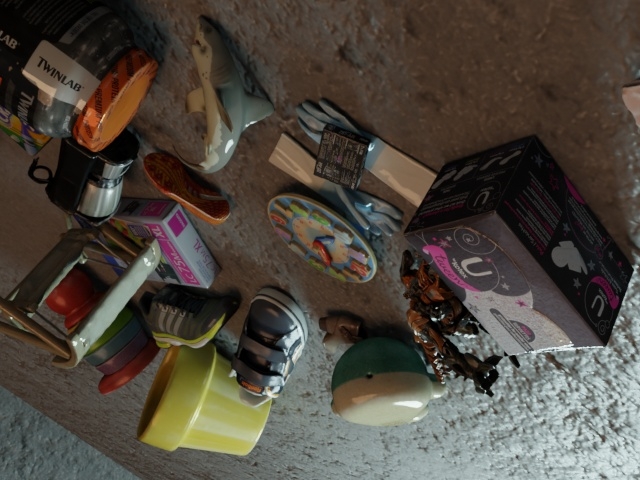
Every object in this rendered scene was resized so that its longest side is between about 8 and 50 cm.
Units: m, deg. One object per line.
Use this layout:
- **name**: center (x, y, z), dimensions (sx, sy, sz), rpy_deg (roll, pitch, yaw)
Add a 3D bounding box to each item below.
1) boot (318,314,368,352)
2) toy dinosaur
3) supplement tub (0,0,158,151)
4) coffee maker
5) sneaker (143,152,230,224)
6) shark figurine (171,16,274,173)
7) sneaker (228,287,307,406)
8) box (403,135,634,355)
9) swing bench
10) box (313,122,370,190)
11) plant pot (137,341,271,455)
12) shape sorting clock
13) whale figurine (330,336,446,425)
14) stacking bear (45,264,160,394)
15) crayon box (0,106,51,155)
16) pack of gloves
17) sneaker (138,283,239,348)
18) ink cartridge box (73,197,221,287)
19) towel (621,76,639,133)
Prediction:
- **boot**: center (0.047, 0.178, 1.618), dimensions (0.086, 0.042, 0.118), rpy_deg (7, 146, 23)
- **toy dinosaur**: center (0.210, 0.114, 1.338), dimensions (0.218, 0.164, 0.322), rpy_deg (34, 169, 27)
- **supplement tub**: center (-0.417, -0.289, 1.259), dimensions (0.338, 0.207, 0.207), rpy_deg (35, 147, -2)
- **coffee maker**: center (-0.412, -0.133, 1.512), dimensions (0.171, 0.120, 0.178), rpy_deg (14, 139, -16)
- **sneaker**: center (-0.235, -0.083, 1.505), dimensions (0.175, 0.064, 0.067), rpy_deg (40, 157, -5)
- **shark figurine**: center (-0.128, -0.168, 1.273), dimensions (0.166, 0.116, 0.278), rpy_deg (56, 150, 31)
- **sneaker**: center (-0.107, 0.227, 1.737), dimensions (0.126, 0.127, 0.321), rpy_deg (26, 145, 15)
- **box**: center (0.256, 0.017, 1.131), dimensions (0.247, 0.142, 0.163), rpy_deg (48, 144, -20)
- **swing bench**: center (-0.466, 0.080, 1.628), dimensions (0.254, 0.253, 0.165), rpy_deg (26, 146, 13)
- **box**: center (0.029, -0.116, 1.224), dimensions (0.067, 0.018, 0.083), rpy_deg (22, 133, 11)
- **plant pot**: center (-0.248, 0.359, 1.945), dimensions (0.239, 0.254, 0.254), rpy_deg (23, 150, -14)
- **shape sorting clock**: center (0.000, 0.000, 1.409), dimensions (0.206, 0.040, 0.206), rpy_deg (25, 154, 14)
- **whale figurine**: center (0.120, 0.263, 1.599), dimensions (0.216, 0.141, 0.272), rpy_deg (-15, 154, 14)
- **stacking bear**: center (-0.519, 0.188, 2.026), dimensions (0.289, 0.175, 0.164), rpy_deg (51, 146, -12)
- **crayon box**: center (-0.554, -0.306, 1.471), dimensions (0.323, 0.083, 0.203), rpy_deg (45, 146, -15)
- **pack of gloves**: center (0.037, -0.091, 1.271), dimensions (0.232, 0.046, 0.195), rpy_deg (34, 148, 0)
- **sneaker**: center (-0.284, 0.149, 1.809), dimensions (0.300, 0.111, 0.121), rpy_deg (-16, 118, 46)
- **ink cartridge box**: center (-0.359, 0.000, 1.722), dimensions (0.311, 0.065, 0.186), rpy_deg (7, 138, 38)
- **towel**: center (0.512, -0.069, 0.880), dimensions (0.316, 0.053, 0.332), rpy_deg (-6, 130, 46)
